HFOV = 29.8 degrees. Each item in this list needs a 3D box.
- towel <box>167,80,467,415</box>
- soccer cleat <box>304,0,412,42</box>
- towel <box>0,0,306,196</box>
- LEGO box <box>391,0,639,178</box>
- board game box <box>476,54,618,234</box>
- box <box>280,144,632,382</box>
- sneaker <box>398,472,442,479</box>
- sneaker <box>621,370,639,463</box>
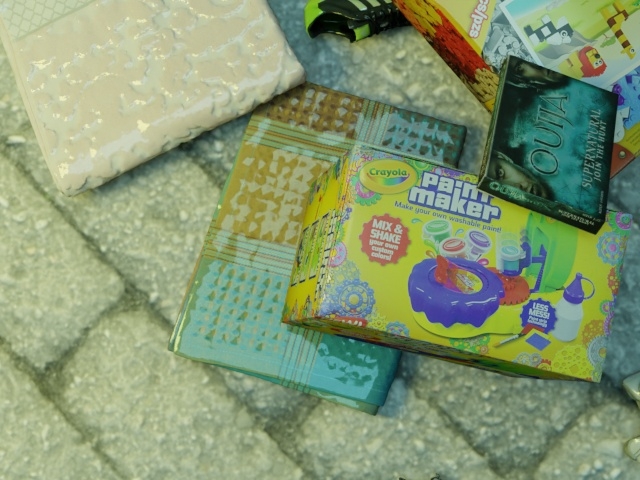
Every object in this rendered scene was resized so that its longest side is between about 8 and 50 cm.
[{"bbox_3d":[0.000,0.000,1.460,0.271,0.040,0.370,17,81,6],"label":"towel"},{"bbox_3d":[0.068,-0.274,1.475,0.179,0.060,0.072,-3,48,9],"label":"soccer cleat"},{"bbox_3d":[-0.227,-0.259,1.493,0.332,0.053,0.317,-26,76,3],"label":"towel"},{"bbox_3d":[0.354,-0.350,1.367,0.500,0.193,0.372,-42,93,-2],"label":"LEGO box"},{"bbox_3d":[0.229,-0.099,1.198,0.126,0.026,0.186,20,49,-4],"label":"board game box"},{"bbox_3d":[0.131,0.033,1.289,0.290,0.279,0.177,14,82,-7],"label":"box"},{"bbox_3d":[0.106,0.309,1.405,0.098,0.038,0.069,-33,79,-10],"label":"sneaker"},{"bbox_3d":[0.409,0.157,1.376,0.115,0.090,0.232,17,82,11],"label":"sneaker"}]
